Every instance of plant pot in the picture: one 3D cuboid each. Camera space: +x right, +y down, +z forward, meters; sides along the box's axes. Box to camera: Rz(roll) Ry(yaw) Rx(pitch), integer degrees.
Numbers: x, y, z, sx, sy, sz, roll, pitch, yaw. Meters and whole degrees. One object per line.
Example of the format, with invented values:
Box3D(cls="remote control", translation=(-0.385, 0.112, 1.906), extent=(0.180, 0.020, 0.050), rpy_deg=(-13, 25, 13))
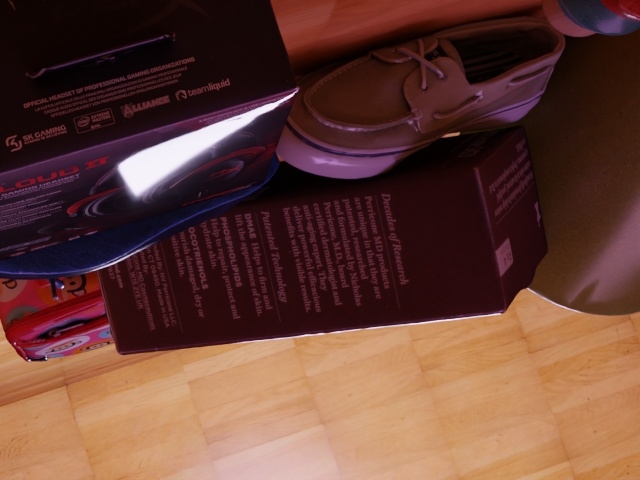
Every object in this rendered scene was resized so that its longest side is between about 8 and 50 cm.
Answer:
Box3D(cls="plant pot", translation=(0.313, -0.118, 1.450), extent=(0.275, 0.274, 0.293), rpy_deg=(-14, 154, -32))

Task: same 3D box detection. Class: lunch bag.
Box3D(cls="lunch bag", translation=(-0.215, 0.032, 1.664), extent=(0.293, 0.120, 0.258), rpy_deg=(-19, 168, -8))

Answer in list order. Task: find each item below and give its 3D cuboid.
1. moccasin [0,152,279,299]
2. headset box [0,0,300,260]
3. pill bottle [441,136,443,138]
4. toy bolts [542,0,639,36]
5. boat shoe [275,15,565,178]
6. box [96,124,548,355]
Box3D(cls="moccasin", translation=(-0.186, -0.025, 1.232), extent=(0.342, 0.137, 0.117), rpy_deg=(-11, 174, -40))
Box3D(cls="headset box", translation=(-0.141, -0.087, 0.988), extent=(0.218, 0.110, 0.293), rpy_deg=(-17, 172, -10))
Box3D(cls="pill bottle", translation=(0.058, -0.047, 1.722), extent=(0.208, 0.117, 0.118), rpy_deg=(-24, 171, 36))
Box3D(cls="toy bolts", translation=(0.286, -0.173, 1.172), extent=(0.229, 0.218, 0.158), rpy_deg=(2, 173, -15))
Box3D(cls="boat shoe", translation=(0.085, -0.138, 1.301), extent=(0.302, 0.109, 0.094), rpy_deg=(-20, 154, -36))
Box3D(cls="box", translation=(0.000, 0.000, 1.400), extent=(0.382, 0.143, 0.191), rpy_deg=(-6, -167, 21))
